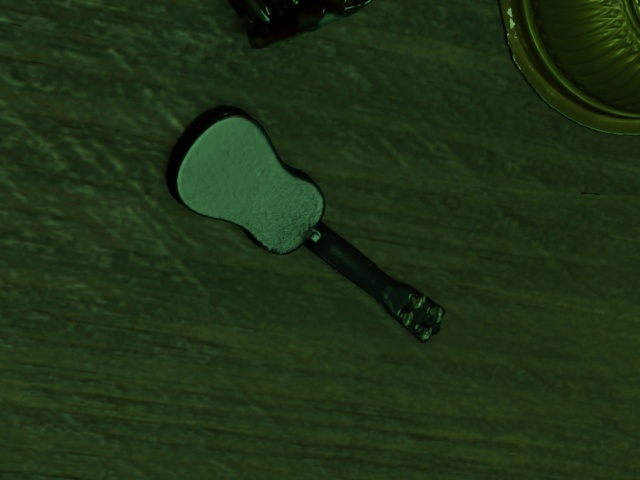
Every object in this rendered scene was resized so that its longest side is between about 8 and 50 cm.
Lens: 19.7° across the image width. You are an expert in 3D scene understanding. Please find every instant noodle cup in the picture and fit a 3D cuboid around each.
[{"bbox_3d":[0.274,-0.208,1.419,0.274,0.091,0.274,-5,104,-20],"label":"instant noodle cup"}]

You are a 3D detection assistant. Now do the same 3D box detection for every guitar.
[{"bbox_3d":[0.001,0.001,1.397,0.271,0.038,0.084,38,90,-24],"label":"guitar"}]

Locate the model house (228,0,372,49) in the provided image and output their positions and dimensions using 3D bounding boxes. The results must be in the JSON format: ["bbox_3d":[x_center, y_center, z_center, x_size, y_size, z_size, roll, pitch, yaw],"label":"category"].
[{"bbox_3d":[-0.017,-0.235,1.292,0.165,0.106,0.152,-44,116,-10],"label":"model house"}]
